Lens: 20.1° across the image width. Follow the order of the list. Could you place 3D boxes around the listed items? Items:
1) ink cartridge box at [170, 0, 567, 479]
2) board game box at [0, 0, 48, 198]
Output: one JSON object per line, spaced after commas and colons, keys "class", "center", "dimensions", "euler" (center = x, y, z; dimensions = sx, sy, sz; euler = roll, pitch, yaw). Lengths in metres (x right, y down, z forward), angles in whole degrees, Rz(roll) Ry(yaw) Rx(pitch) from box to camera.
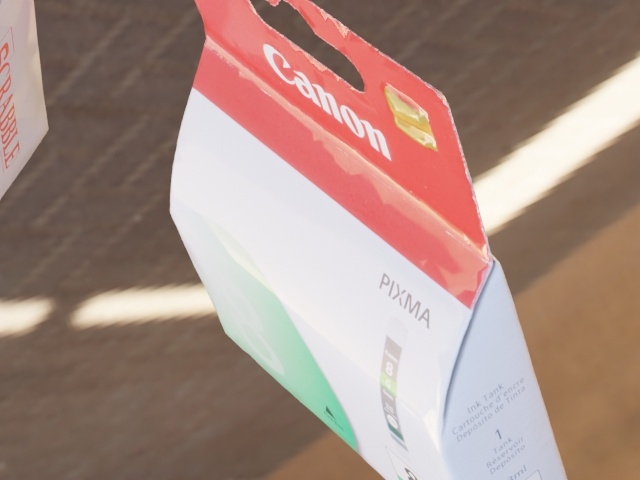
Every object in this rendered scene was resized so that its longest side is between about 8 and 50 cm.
{"class": "ink cartridge box", "center": [0.000, 0.000, 0.672], "dimensions": [0.056, 0.181, 0.224], "euler": [-39, 138, -13]}
{"class": "board game box", "center": [-0.283, -0.171, 0.823], "dimensions": [0.066, 0.318, 0.318], "euler": [-61, 172, -25]}
